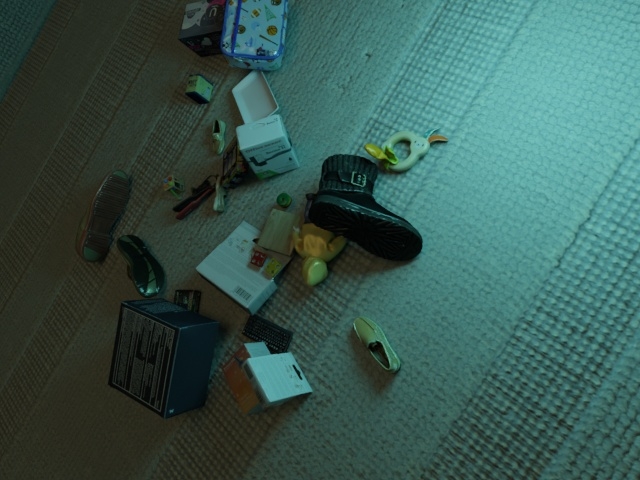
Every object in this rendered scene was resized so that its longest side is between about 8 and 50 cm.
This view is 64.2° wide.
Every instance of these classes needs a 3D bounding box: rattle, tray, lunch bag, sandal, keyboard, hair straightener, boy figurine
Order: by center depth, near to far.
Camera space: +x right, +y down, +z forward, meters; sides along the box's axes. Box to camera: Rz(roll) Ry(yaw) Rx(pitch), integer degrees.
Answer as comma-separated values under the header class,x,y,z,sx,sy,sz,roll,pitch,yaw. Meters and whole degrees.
class,x,y,z,sx,sy,sz,roll,pitch,yaw
rattle,0.248,-0.290,1.471,0.199,0.143,0.130,-15,50,32
boy figurine,0.000,0.000,1.555,0.177,0.092,0.285,1,79,11
keyboard,-0.175,0.310,1.611,0.180,0.023,0.108,19,86,33
lunch bag,-0.242,-0.764,1.842,0.243,0.115,0.304,7,79,0
tray,-0.234,-0.510,1.852,0.145,0.030,0.270,-36,52,16
hair straightener,-0.465,-0.178,1.901,0.230,0.047,0.089,-40,61,14
sandal,-0.680,0.102,1.925,0.303,0.120,0.086,53,132,32

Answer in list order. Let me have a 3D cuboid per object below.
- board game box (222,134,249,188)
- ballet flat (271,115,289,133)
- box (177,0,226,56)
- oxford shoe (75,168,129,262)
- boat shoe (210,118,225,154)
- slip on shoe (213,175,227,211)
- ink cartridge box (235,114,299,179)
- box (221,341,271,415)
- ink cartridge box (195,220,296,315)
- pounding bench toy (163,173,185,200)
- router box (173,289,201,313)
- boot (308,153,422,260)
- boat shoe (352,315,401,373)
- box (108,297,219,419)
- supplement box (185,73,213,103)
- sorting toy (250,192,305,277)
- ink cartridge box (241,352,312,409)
class,x,y,z,sx,sy,sz,roll,pitch,yaw
board game box,-0.296,-0.277,1.783,0.170,0.048,0.141,-28,57,59
ballet flat,-0.150,-0.397,1.785,0.041,0.041,0.114,-42,60,14
box,-0.413,-0.843,2.002,0.247,0.142,0.163,5,79,31
oxford shoe,-0.917,-0.116,2.095,0.146,0.140,0.397,18,83,40
boat shoe,-0.391,-0.391,1.919,0.050,0.045,0.135,-8,72,28
slip on shoe,-0.357,-0.167,1.839,0.041,0.051,0.135,4,71,0
ink cartridge box,-0.168,-0.297,1.647,0.153,0.208,0.087,-17,67,6
box,-0.200,0.415,1.541,0.130,0.091,0.170,-48,59,22
ink cartridge box,-0.244,0.084,1.695,0.275,0.060,0.239,30,67,33
pounding bench toy,-0.562,-0.200,1.952,0.052,0.065,0.083,-23,66,23
router box,-0.474,0.234,1.795,0.092,0.038,0.123,-2,76,31
boot,0.145,-0.108,1.476,0.131,0.347,0.260,-60,7,41
boat shoe,0.148,0.280,1.401,0.068,0.072,0.190,-49,58,10
box,-0.514,0.374,1.670,0.294,0.182,0.296,15,97,33
supplement box,-0.476,-0.595,2.003,0.056,0.083,0.083,4,77,30
sorting toy,-0.121,-0.013,1.647,0.132,0.046,0.275,16,78,28
ink cartridge box,-0.125,0.399,1.470,0.045,0.179,0.145,-49,58,24
